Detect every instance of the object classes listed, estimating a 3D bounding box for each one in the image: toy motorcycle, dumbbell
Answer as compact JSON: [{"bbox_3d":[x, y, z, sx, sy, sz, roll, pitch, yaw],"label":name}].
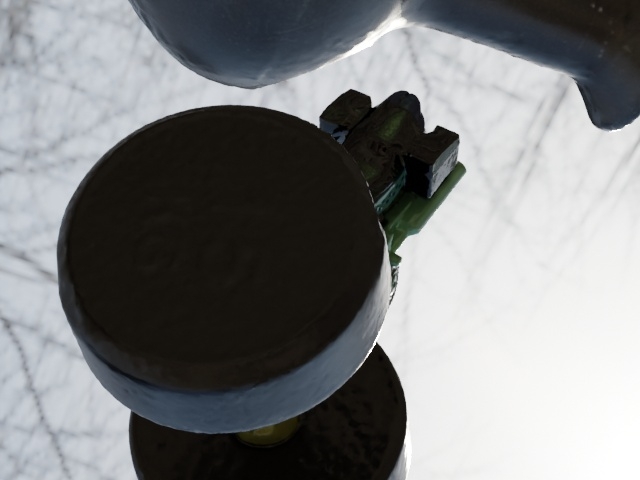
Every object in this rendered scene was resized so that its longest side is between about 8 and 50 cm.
[{"bbox_3d":[0.000,0.000,1.631,0.125,0.196,0.331,25,-124,20],"label":"toy motorcycle"},{"bbox_3d":[-0.047,0.079,1.237,0.203,0.322,0.204,-3,-122,5],"label":"dumbbell"}]

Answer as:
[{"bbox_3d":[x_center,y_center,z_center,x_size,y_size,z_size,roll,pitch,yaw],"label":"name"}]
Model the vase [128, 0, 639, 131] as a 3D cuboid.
[{"bbox_3d":[0.028,-0.090,0.569,0.183,0.120,0.120,20,-146,-14],"label":"vase"}]
